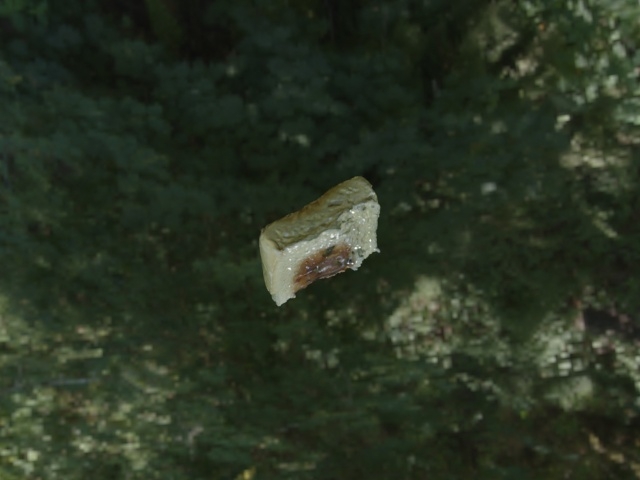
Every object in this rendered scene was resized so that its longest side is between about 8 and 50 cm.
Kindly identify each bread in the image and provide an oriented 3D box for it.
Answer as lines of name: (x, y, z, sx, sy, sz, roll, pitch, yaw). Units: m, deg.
bread: (0.000, 0.000, 0.704, 0.083, 0.035, 0.070, -26, 151, -18)
